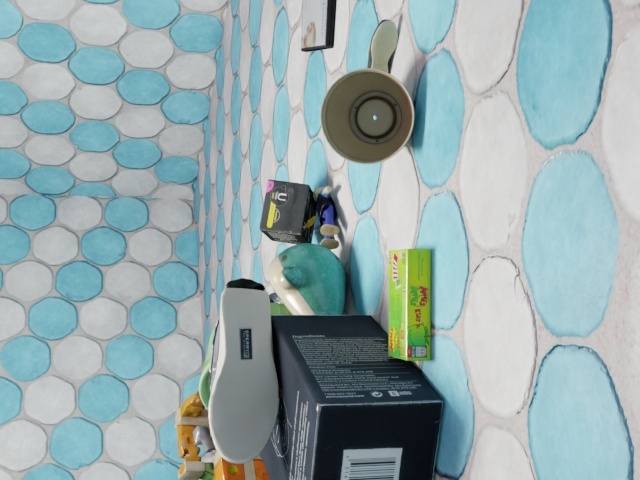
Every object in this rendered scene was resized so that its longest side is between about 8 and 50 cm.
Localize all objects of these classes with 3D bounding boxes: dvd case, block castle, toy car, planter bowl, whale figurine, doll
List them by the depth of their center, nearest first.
[{"bbox_3d":[0.090,-0.215,1.579,0.109,0.162,0.162,-25,-62,-76],"label":"planter bowl"},{"bbox_3d":[0.002,0.110,1.876,0.141,0.216,0.272,-41,39,7],"label":"whale figurine"},{"bbox_3d":[0.013,-0.063,2.023,0.189,0.046,0.129,-100,8,-56],"label":"doll"},{"bbox_3d":[0.000,0.000,2.071,0.040,0.060,0.122,-43,-32,-42],"label":"toy car"},{"bbox_3d":[-0.006,-0.548,2.173,0.253,0.022,0.180,-147,60,-72],"label":"dvd case"},{"bbox_3d":[-0.198,0.544,2.175,0.303,0.213,0.453,-56,35,43],"label":"block castle"}]

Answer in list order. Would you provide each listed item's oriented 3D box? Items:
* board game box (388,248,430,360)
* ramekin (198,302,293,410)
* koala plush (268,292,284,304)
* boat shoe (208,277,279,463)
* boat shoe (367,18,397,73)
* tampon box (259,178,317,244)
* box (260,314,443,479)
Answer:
[{"bbox_3d":[0.148,0.106,1.509,0.092,0.043,0.181,171,100,-75],"label":"board game box"},{"bbox_3d":[-0.118,0.280,2.032,0.148,0.303,0.303,-95,14,-49],"label":"ramekin"},{"bbox_3d":[-0.131,0.191,2.209,0.203,0.221,0.196,-107,23,-50],"label":"koala plush"},{"bbox_3d":[-0.141,0.254,1.662,0.158,0.127,0.340,105,169,-61],"label":"boat shoe"},{"bbox_3d":[0.111,-0.349,1.677,0.043,0.049,0.137,-104,16,-50],"label":"boat shoe"},{"bbox_3d":[-0.073,-0.062,2.110,0.161,0.101,0.120,55,-137,-78],"label":"tampon box"},{"bbox_3d":[0.036,0.333,1.592,0.395,0.212,0.293,-132,45,-68],"label":"box"}]
